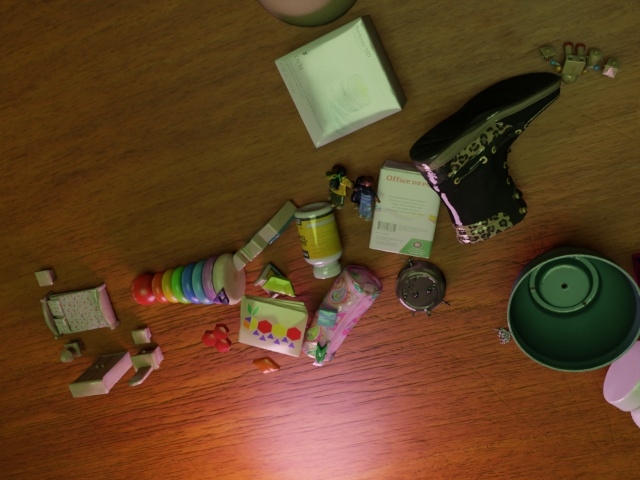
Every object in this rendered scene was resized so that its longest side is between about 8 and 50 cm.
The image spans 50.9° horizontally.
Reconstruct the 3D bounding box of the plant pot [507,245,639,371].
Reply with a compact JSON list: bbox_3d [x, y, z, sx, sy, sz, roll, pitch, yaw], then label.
[{"bbox_3d":[0.591,0.135,1.603,0.293,0.196,0.292,4,111,10],"label":"plant pot"}]

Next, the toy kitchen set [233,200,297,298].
[{"bbox_3d":[-0.106,0.031,1.785,0.166,0.122,0.207,44,133,-6],"label":"toy kitchen set"}]

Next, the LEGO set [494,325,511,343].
[{"bbox_3d":[0.494,0.252,1.761,0.083,0.023,0.054,9,112,9],"label":"LEGO set"}]

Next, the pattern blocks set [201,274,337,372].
[{"bbox_3d":[-0.129,0.219,1.755,0.325,0.026,0.285,21,114,0],"label":"pattern blocks set"}]

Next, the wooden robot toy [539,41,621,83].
[{"bbox_3d":[0.568,-0.386,1.499,0.174,0.076,0.079,10,147,9],"label":"wooden robot toy"}]

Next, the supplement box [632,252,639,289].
[{"bbox_3d":[0.859,0.085,1.570,0.220,0.111,0.113,-10,107,16],"label":"supplement box"}]

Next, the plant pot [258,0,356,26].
[{"bbox_3d":[-0.050,-0.611,1.473,0.284,0.191,0.283,4,110,12],"label":"plant pot"}]

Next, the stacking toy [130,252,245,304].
[{"bbox_3d":[-0.380,0.118,1.863,0.331,0.141,0.141,-7,108,22],"label":"stacking toy"}]

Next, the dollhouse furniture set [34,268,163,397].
[{"bbox_3d":[-0.667,0.250,1.941,0.304,0.174,0.355,-11,108,16],"label":"dollhouse furniture set"}]

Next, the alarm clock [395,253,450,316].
[{"bbox_3d":[0.252,0.105,1.743,0.129,0.064,0.192,-20,101,19],"label":"alarm clock"}]

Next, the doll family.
[{"bbox_3d":[0.077,-0.127,1.655,0.193,0.076,0.111,22,121,28],"label":"doll family"}]

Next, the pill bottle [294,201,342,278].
[{"bbox_3d":[0.000,0.000,1.735,0.103,0.103,0.184,-8,108,15],"label":"pill bottle"}]

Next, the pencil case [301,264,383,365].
[{"bbox_3d":[0.050,0.199,1.787,0.124,0.124,0.284,33,113,-1],"label":"pencil case"}]

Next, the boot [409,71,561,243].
[{"bbox_3d":[0.411,-0.186,1.548,0.377,0.138,0.284,-35,121,-8],"label":"boot"}]

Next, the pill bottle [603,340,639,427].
[{"bbox_3d":[0.894,0.405,1.627,0.363,0.210,0.210,29,113,1],"label":"pill bottle"}]

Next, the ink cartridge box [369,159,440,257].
[{"bbox_3d":[0.213,-0.080,1.664,0.155,0.093,0.212,10,113,8],"label":"ink cartridge box"}]

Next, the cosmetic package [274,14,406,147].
[{"bbox_3d":[0.052,-0.370,1.569,0.225,0.138,0.224,-22,104,18],"label":"cosmetic package"}]
